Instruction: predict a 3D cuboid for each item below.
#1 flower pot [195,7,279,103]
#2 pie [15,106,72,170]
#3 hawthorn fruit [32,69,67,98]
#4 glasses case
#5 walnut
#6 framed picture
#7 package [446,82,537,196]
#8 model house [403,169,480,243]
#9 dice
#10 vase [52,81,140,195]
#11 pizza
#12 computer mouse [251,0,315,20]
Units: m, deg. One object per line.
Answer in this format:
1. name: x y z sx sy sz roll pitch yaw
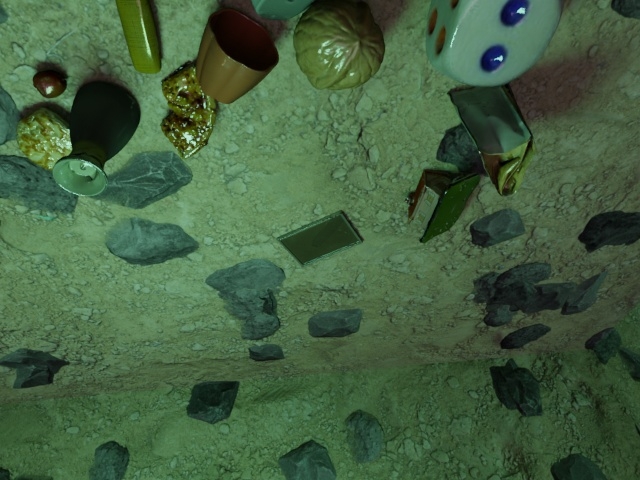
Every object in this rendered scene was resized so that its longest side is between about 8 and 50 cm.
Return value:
1. flower pot: -0.230 -0.452 1.088 0.191 0.190 0.173 22 142 -29
2. pie: -0.776 -0.288 1.256 0.179 0.084 0.205 -30 132 22
3. hawthorn fruit: -0.718 -0.418 1.132 0.077 0.077 0.077 -4 138 -4
4. glasses case: -0.445 -0.527 1.048 0.079 0.064 0.234 0 138 -5
5. walnut: 0.045 -0.476 1.039 0.225 0.261 0.224 -7 110 -18
6. framed picture: 0.000 0.000 1.737 0.290 0.020 0.211 -22 137 17
7. package: 0.517 -0.319 1.233 0.165 0.311 0.221 -27 134 24
8. model house: 0.426 -0.155 1.565 0.207 0.154 0.293 -26 148 -30
9. dice: 0.400 -0.540 1.015 0.243 0.259 0.251 2 139 -7
10. vase: -0.596 -0.267 1.126 0.174 0.321 0.173 -4 138 -3
11. pizza: -0.385 -0.361 1.230 0.162 0.085 0.305 8 135 -15
12. computer mouse: -0.075 -0.576 0.968 0.128 0.079 0.231 -12 -170 -37
